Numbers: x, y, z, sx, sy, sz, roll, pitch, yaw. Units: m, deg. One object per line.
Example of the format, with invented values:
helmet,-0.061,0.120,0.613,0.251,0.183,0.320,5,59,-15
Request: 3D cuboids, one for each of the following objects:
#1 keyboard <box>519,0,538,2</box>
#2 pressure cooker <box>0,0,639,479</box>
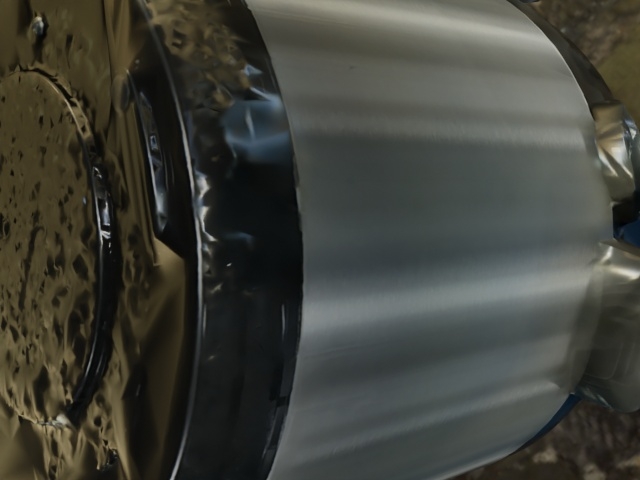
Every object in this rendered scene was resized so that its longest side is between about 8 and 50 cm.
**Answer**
keyboard,0.133,-0.254,0.593,0.023,0.108,0.180,-15,132,1
pressure cooker,0.002,-0.005,0.571,0.420,0.370,0.375,-5,155,-42
